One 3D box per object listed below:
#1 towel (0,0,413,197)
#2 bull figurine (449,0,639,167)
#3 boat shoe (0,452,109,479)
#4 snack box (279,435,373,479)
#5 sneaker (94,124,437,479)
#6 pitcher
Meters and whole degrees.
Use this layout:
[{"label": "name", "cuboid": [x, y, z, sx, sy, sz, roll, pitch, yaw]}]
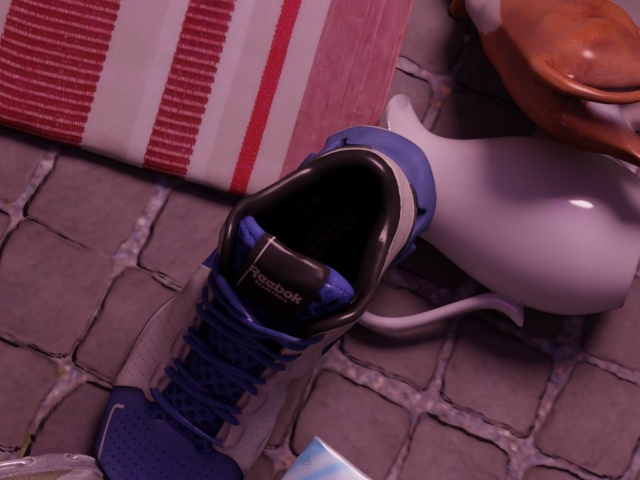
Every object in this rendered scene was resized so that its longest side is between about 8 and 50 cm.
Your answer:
[{"label": "towel", "cuboid": [-0.103, -0.168, 1.155, 0.329, 0.037, 0.237, 16, 92, 0]}, {"label": "bull figurine", "cuboid": [0.194, -0.136, 1.119, 0.188, 0.310, 0.101, 22, 114, -12]}, {"label": "boat shoe", "cuboid": [-0.296, 0.209, 1.017, 0.320, 0.103, 0.118, -11, 119, -6]}, {"label": "snack box", "cuboid": [-0.030, 0.316, 1.026, 0.187, 0.060, 0.322, 37, 72, 6]}, {"label": "sneaker", "cuboid": [-0.048, 0.048, 1.008, 0.127, 0.182, 0.315, 38, 94, 6]}, {"label": "pitcher", "cuboid": [0.128, 0.002, 1.122, 0.207, 0.125, 0.178, 18, 91, 11]}]
